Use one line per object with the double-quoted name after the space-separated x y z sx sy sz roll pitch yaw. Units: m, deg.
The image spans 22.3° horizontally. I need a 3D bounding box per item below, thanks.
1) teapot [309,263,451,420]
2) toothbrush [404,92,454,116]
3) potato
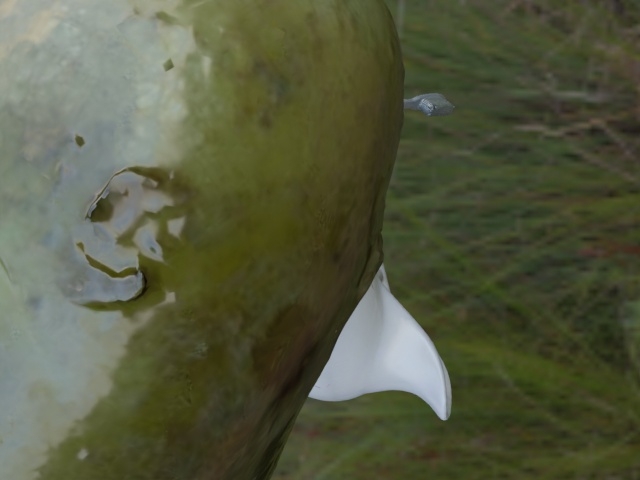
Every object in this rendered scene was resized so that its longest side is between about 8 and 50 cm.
0.000 0.000 1.165 0.204 0.139 0.298 42 -149 -75 "teapot"
0.025 -0.089 1.113 0.017 0.194 0.014 43 123 34 "toothbrush"
-0.107 0.028 0.649 0.219 0.270 0.359 36 127 11 "potato"
